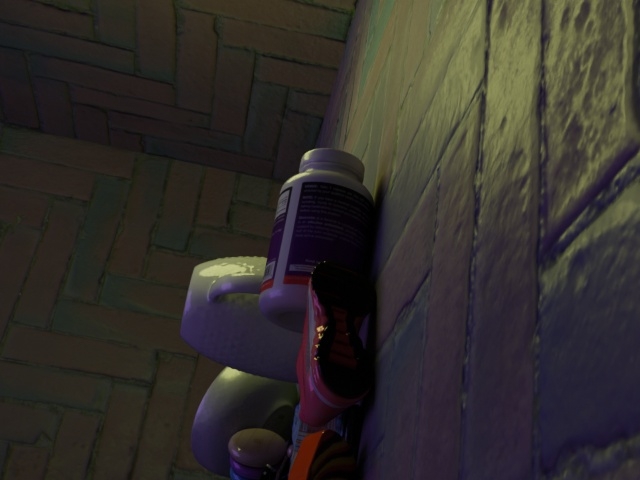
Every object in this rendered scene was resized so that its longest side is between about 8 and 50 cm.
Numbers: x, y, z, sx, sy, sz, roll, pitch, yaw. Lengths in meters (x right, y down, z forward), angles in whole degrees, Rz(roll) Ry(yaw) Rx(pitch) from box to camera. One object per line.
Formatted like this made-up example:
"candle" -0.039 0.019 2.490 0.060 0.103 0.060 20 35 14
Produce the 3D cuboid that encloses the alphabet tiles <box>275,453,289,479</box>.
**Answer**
"alphabet tiles" -0.117 0.670 1.998 0.285 0.011 0.342 -39 -37 -79

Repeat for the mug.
"mug" -0.137 0.154 1.917 0.374 0.328 0.276 113 167 -68

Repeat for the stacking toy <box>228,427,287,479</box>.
"stacking toy" -0.164 0.631 2.071 0.141 0.141 0.330 -94 9 -73

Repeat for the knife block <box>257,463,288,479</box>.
"knife block" -0.116 0.587 1.654 0.276 0.088 0.242 -41 -43 -65

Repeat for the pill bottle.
"pill bottle" 0.000 0.000 1.569 0.181 0.182 0.322 112 169 -66

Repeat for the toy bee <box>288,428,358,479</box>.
"toy bee" -0.025 0.414 1.148 0.298 0.162 0.195 -48 13 -17

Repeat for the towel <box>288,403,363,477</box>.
"towel" -0.021 0.439 1.344 0.271 0.040 0.370 151 131 -69

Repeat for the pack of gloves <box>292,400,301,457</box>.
"pack of gloves" -0.002 0.347 1.708 0.232 0.046 0.195 -94 27 -62

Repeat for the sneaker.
"sneaker" 0.004 0.156 1.342 0.136 0.116 0.314 -56 17 35

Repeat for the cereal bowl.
"cereal bowl" -0.169 0.467 2.204 0.339 0.141 0.339 -33 -45 -41

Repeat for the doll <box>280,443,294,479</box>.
"doll" -0.066 0.527 1.874 0.189 0.046 0.129 -85 9 -51
